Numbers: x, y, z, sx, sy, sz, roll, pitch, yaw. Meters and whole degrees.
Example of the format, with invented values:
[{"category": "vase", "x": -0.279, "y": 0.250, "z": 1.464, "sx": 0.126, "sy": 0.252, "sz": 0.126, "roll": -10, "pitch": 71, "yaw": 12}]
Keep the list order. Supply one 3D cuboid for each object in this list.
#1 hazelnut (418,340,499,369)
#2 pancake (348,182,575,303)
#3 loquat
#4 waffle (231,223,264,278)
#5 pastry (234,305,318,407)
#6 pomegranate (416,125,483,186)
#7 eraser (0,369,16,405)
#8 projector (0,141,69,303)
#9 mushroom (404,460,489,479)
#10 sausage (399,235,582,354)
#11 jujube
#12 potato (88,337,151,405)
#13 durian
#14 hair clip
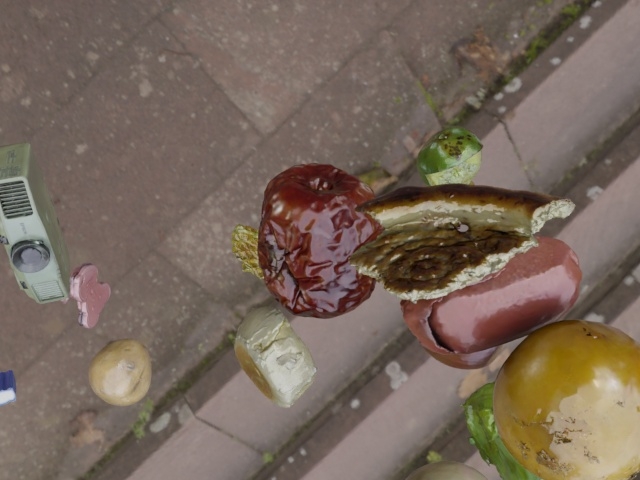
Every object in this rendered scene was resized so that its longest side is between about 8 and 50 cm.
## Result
[{"category": "hazelnut", "x": 0.442, "y": 0.187, "z": 2.187, "sx": 0.359, "sy": 0.359, "sz": 0.409, "roll": -3, "pitch": 129, "yaw": -37}, {"category": "pancake", "x": 0.156, "y": -0.023, "z": 0.917, "sx": 0.257, "sy": 0.212, "sz": 0.056, "roll": -25, "pitch": 126, "yaw": -10}, {"category": "loquat", "x": 0.349, "y": 0.222, "z": 0.977, "sx": 0.235, "sy": 0.235, "sz": 0.235, "roll": -21, "pitch": 134, "yaw": -24}, {"category": "waffle", "x": -0.113, "y": 0.045, "z": 1.769, "sx": 0.059, "sy": 0.237, "sz": 0.243, "roll": -62, "pitch": 172, "yaw": -24}, {"category": "pastry", "x": -0.073, "y": 0.185, "z": 1.141, "sx": 0.088, "sy": 0.166, "sz": 0.166, "roll": -35, "pitch": 139, "yaw": -23}, {"category": "pomegranate", "x": 0.274, "y": -0.169, "z": 1.521, "sx": 0.143, "sy": 0.122, "sz": 0.169, "roll": -44, "pitch": 150, "yaw": 0}, {"category": "eraser", "x": -0.550, "y": 0.254, "z": 1.213, "sx": 0.063, "sy": 0.084, "sz": 0.027, "roll": -15, "pitch": 107, "yaw": -21}, {"category": "projector", "x": -0.525, "y": -0.019, "z": 1.292, "sx": 0.088, "sy": 0.193, "sz": 0.269, "roll": -13, "pitch": 127, "yaw": -11}, {"category": "mushroom", "x": 0.250, "y": 0.567, "z": 1.277, "sx": 0.353, "sy": 0.325, "sz": 0.353, "roll": -32, "pitch": 174, "yaw": -4}, {"category": "sausage", "x": 0.258, "y": 0.084, "z": 1.093, "sx": 0.279, "sy": 0.152, "sz": 0.152, "roll": -18, "pitch": 135, "yaw": -3}, {"category": "jujube", "x": 0.000, "y": 0.000, "z": 1.138, "sx": 0.213, "sy": 0.213, "sz": 0.232, "roll": -15, "pitch": 128, "yaw": -29}, {"category": "potato", "x": -0.334, "y": 0.221, "z": 1.195, "sx": 0.112, "sy": 0.112, "sz": 0.147, "roll": -36, "pitch": -179, "yaw": -9}, {"category": "durian", "x": 0.445, "y": 0.396, "z": 1.489, "sx": 0.339, "sy": 0.204, "sz": 0.256, "roll": -16, "pitch": 97, "yaw": -36}, {"category": "hair clip", "x": -0.543, "y": 0.121, "z": 1.673, "sx": 0.102, "sy": 0.123, "sz": 0.138, "roll": 29, "pitch": 137, "yaw": -12}]
